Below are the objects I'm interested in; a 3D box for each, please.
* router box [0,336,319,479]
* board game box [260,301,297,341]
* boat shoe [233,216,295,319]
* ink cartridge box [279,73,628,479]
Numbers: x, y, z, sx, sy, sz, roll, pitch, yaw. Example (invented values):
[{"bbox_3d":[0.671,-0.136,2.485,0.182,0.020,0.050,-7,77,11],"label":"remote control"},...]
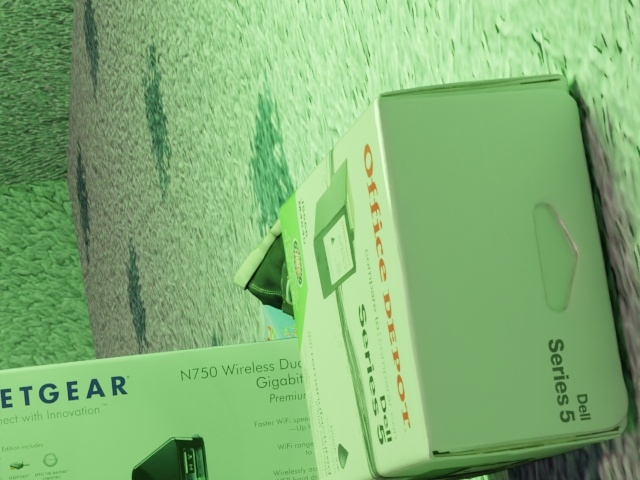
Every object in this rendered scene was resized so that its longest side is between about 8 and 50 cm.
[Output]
[{"bbox_3d":[-0.121,0.240,1.421,0.082,0.335,0.301,160,103,-77],"label":"router box"},{"bbox_3d":[-0.022,0.179,1.623,0.160,0.039,0.211,-122,30,-63],"label":"board game box"},{"bbox_3d":[0.000,0.000,1.423,0.079,0.084,0.233,44,151,4],"label":"boat shoe"},{"bbox_3d":[0.066,0.038,1.027,0.273,0.114,0.198,133,130,-73],"label":"ink cartridge box"}]
